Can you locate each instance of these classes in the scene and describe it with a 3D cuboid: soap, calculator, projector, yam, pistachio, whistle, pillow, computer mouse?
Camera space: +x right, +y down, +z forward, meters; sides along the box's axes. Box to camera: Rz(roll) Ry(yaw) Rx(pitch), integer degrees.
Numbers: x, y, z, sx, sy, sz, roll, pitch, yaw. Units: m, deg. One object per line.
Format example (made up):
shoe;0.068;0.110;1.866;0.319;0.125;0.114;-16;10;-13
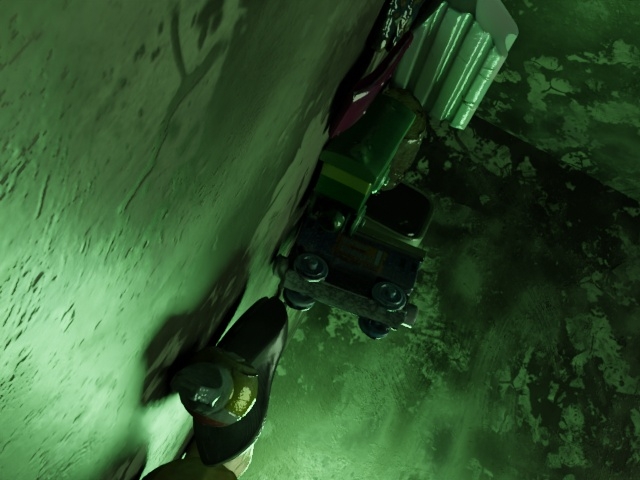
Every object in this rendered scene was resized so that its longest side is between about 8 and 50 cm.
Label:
soap;0.283;-0.403;1.459;0.115;0.208;0.347;-61;175;-22
calculator;0.085;-0.251;1.108;0.190;0.034;0.127;-51;178;-27
projector;0.121;-0.016;1.756;0.249;0.248;0.249;-64;175;35
yam;0.159;-0.223;1.614;0.154;0.153;0.254;-58;177;-34
pistachio;-0.241;0.510;1.643;0.200;0.145;0.117;-42;165;-39
whistle;-0.161;0.216;0.980;0.123;0.122;0.223;-61;168;-3
pillow;0.146;-0.398;1.124;0.189;0.034;0.255;-65;173;18
computer mouse;-0.137;0.194;1.172;0.167;0.090;0.380;-9;-124;51

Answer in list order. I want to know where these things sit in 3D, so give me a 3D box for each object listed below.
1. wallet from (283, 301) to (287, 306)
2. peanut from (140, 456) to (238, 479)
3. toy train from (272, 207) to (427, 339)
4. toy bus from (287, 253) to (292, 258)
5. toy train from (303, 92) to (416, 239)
wallet;-0.183;0.308;1.726;0.323;0.041;0.247;-51;169;-36
peanut;-0.263;0.474;1.138;0.174;0.158;0.340;-22;-165;20
toy train;0.060;0.067;1.373;0.202;0.299;0.131;-67;179;-45
toy bus;0.000;0.000;1.541;0.195;0.088;0.083;-61;174;10
toy train;0.078;-0.146;1.329;0.301;0.120;0.202;-56;171;-48
